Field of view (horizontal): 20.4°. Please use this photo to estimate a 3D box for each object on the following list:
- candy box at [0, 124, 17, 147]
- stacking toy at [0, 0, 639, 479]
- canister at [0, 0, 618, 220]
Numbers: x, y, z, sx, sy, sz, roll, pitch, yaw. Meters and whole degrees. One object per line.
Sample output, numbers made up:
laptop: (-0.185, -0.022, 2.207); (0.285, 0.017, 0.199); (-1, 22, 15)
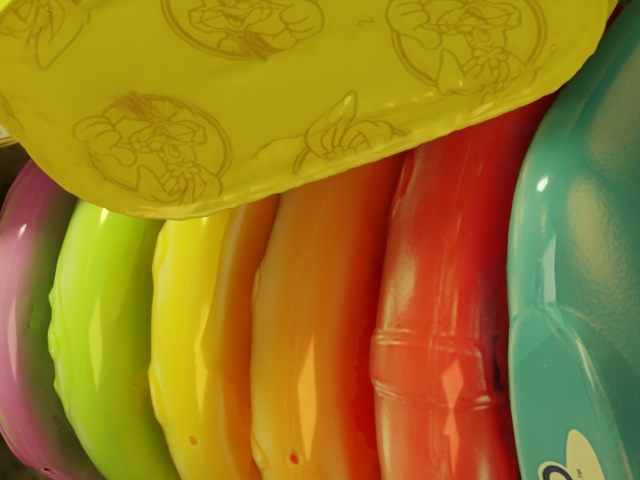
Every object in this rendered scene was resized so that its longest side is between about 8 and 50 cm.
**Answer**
candy box: (-0.129, -0.053, 0.492); (0.187, 0.109, 0.053); (-11, 109, 18)
stacking toy: (-0.027, 0.016, 0.481); (0.302, 0.166, 0.175); (5, 123, 28)
canister: (-0.004, -0.100, 0.400); (0.126, 0.170, 0.073); (-18, 134, 22)
